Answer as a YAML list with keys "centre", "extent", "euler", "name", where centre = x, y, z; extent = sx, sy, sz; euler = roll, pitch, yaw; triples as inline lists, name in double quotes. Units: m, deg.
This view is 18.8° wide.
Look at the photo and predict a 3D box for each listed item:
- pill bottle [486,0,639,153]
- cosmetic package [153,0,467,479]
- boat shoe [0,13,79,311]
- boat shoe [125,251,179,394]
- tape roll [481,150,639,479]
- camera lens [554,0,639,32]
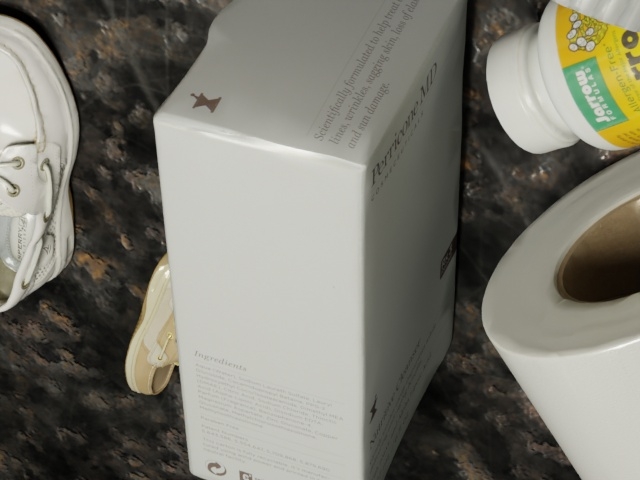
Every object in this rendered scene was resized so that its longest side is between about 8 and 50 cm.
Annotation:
- centre: [0.217, -0.127, 1.268]
  extent: [0.208, 0.117, 0.118]
  euler: [-17, 118, 38]
  name: "pill bottle"
- centre: [0.000, 0.000, 1.407]
  extent: [0.156, 0.217, 0.385]
  euler: [16, 140, 14]
  name: "cosmetic package"
- centre: [-0.259, -0.054, 1.593]
  extent: [0.098, 0.096, 0.277]
  euler: [13, 132, 18]
  name: "boat shoe"
- centre: [-0.124, 0.079, 1.661]
  extent: [0.059, 0.063, 0.170]
  euler: [28, 135, 11]
  name: "boat shoe"
- centre: [0.255, 0.060, 1.320]
  extent: [0.246, 0.246, 0.169]
  euler: [-15, 119, 36]
  name: "tape roll"
- centre: [0.197, -0.275, 1.044]
  extent: [0.219, 0.219, 0.274]
  euler: [26, 119, 5]
  name: "camera lens"
